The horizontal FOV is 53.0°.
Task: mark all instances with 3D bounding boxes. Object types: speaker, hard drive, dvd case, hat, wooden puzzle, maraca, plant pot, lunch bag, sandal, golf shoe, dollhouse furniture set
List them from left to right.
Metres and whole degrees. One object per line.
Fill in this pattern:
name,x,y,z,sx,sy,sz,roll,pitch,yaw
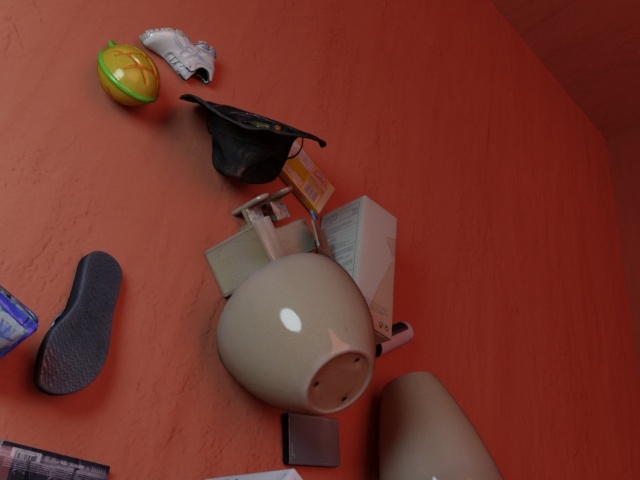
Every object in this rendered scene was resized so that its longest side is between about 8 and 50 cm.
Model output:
lunch bag,-0.448,0.093,0.837,0.129,0.151,0.096,48,43,-18
dvd case,-0.383,0.397,0.855,0.164,0.018,0.221,31,50,-35
sandal,-0.369,0.131,0.990,0.097,0.054,0.255,45,34,-32
maraca,-0.354,-0.314,1.194,0.127,0.099,0.186,37,21,-31
golf shoe,-0.286,-0.377,1.320,0.176,0.069,0.086,7,71,-44
hat,-0.148,-0.188,1.279,0.331,0.331,0.134,10,104,-44
dollhouse furniture set,-0.078,0.009,1.268,0.242,0.161,0.212,-24,89,-50
hard drive,-0.018,0.388,1.246,0.135,0.022,0.094,20,57,-40
plant pot,-0.014,0.189,1.110,0.284,0.284,0.191,22,12,-39
wooden puzzle,0.000,0.000,1.331,0.078,0.014,0.116,49,23,-50
speaker,0.158,0.229,1.492,0.136,0.055,0.055,-12,80,-49
plant pot,0.221,0.426,1.343,0.256,0.256,0.274,23,39,-38

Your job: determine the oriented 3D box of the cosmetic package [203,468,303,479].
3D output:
cosmetic package,-0.121,0.417,0.959,0.086,0.231,0.117,56,40,-9

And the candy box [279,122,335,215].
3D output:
candy box,-0.053,-0.164,1.487,0.206,0.027,0.105,50,40,-17

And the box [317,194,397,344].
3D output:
box,0.075,0.072,1.414,0.121,0.148,0.311,32,51,-33
